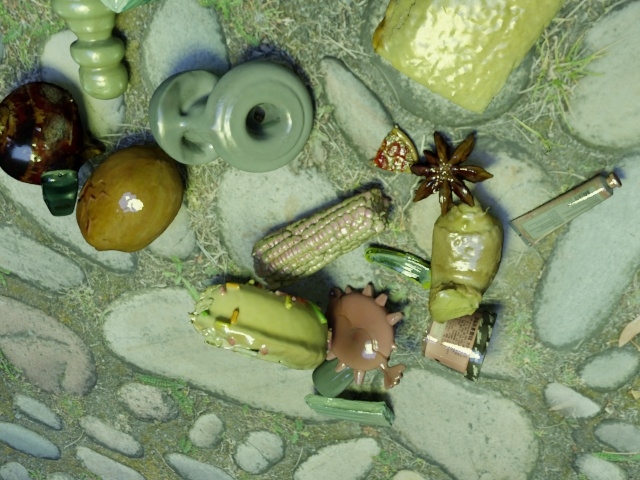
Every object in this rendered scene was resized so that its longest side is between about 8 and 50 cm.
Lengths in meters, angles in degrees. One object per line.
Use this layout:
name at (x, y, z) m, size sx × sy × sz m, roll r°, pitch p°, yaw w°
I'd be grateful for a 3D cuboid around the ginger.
ginger at (0.284, 0.041, 1.151) m, size 0.138 × 0.152 × 0.267 m, roll 9°, pitch 99°, yaw 15°

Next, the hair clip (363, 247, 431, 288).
hair clip at (0.182, 0.058, 1.258) m, size 0.188 × 0.033 × 0.060 m, roll 22°, pitch 125°, yaw 2°

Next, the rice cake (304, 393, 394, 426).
rice cake at (0.072, 0.429, 1.480) m, size 0.211 × 0.038 × 0.124 m, roll 0°, pitch 149°, yaw 22°

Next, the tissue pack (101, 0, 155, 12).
tissue pack at (-0.313, -0.486, 0.974) m, size 0.089 × 0.263 × 0.177 m, roll -34°, pitch 103°, yaw 34°

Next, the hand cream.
hand cream at (0.462, -0.059, 1.098) m, size 0.067 × 0.043 × 0.210 m, roll 48°, pitch 127°, yaw -9°

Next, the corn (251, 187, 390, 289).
corn at (-0.001, -0.002, 1.240) m, size 0.335 × 0.126 × 0.126 m, roll -26°, pitch 108°, yaw 25°

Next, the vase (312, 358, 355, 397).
vase at (0.077, 0.292, 1.404) m, size 0.086 × 0.086 × 0.214 m, roll 42°, pitch 118°, yaw -8°

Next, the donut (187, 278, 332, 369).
donut at (-0.126, 0.182, 1.270) m, size 0.307 × 0.150 × 0.371 m, roll 20°, pitch 169°, yaw -12°

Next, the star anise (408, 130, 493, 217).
star anise at (0.239, -0.127, 1.092) m, size 0.168 × 0.057 × 0.168 m, roll 1°, pitch 91°, yaw 33°

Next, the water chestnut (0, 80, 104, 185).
water chestnut at (-0.594, -0.225, 1.269) m, size 0.224 × 0.238 × 0.223 m, roll 8°, pitch 100°, yaw 53°

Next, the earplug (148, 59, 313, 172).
earplug at (-0.177, -0.243, 1.137) m, size 0.326 × 0.175 × 0.214 m, roll 2°, pitch 115°, yaw 7°

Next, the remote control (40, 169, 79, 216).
remote control at (-0.552, -0.100, 1.238) m, size 0.222 × 0.072 × 0.042 m, roll -36°, pitch 67°, yaw 62°

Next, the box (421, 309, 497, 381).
box at (0.291, 0.210, 1.246) m, size 0.135 × 0.151 × 0.151 m, roll 15°, pitch 123°, yaw 19°

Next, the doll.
doll at (0.094, 0.212, 1.300) m, size 0.262 × 0.093 × 0.211 m, roll 46°, pitch 107°, yaw 27°

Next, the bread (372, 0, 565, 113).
bread at (0.259, -0.411, 0.886) m, size 0.236 × 0.165 × 0.375 m, roll 31°, pitch 123°, yaw -6°

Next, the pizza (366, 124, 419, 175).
pizza at (0.156, -0.160, 1.144) m, size 0.099 × 0.029 × 0.100 m, roll 35°, pitch 124°, yaw -4°

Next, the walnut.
walnut at (-0.425, -0.078, 1.277) m, size 0.203 × 0.203 × 0.298 m, roll 41°, pitch 111°, yaw -7°

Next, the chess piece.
chess piece at (-0.448, -0.398, 1.157) m, size 0.133 × 0.133 × 0.243 m, roll 9°, pitch 126°, yaw 13°
